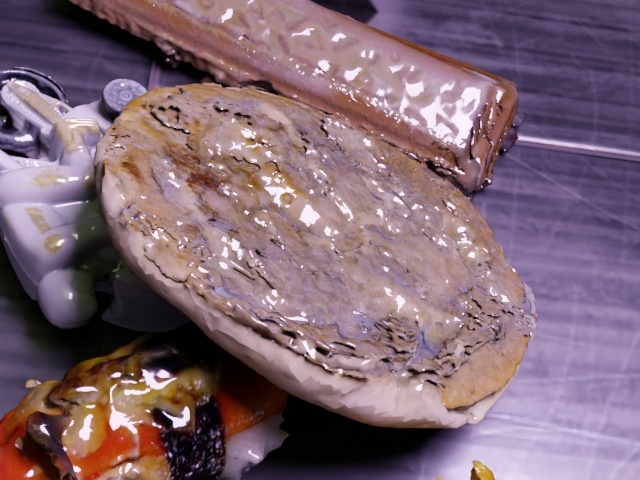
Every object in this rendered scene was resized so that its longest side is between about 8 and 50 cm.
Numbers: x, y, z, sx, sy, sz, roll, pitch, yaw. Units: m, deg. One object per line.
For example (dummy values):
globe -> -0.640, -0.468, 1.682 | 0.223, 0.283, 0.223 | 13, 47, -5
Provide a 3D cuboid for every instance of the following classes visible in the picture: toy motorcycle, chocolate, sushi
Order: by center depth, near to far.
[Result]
sushi -> -0.097, 0.102, 0.641 | 0.226, 0.097, 0.103 | -15, 93, -41
toy motorcycle -> -0.133, -0.015, 0.739 | 0.228, 0.074, 0.151 | 32, 51, 1
chocolate -> -0.019, -0.133, 0.844 | 0.329, 0.065, 0.102 | 25, 55, 5

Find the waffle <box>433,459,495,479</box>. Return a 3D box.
waffle -> 0.081, 0.210, 0.623 | 0.197, 0.070, 0.193 | 23, 55, 7

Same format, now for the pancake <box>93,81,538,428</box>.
pancake -> 0.001, -0.001, 0.698 | 0.282, 0.049, 0.282 | 25, 32, -17
